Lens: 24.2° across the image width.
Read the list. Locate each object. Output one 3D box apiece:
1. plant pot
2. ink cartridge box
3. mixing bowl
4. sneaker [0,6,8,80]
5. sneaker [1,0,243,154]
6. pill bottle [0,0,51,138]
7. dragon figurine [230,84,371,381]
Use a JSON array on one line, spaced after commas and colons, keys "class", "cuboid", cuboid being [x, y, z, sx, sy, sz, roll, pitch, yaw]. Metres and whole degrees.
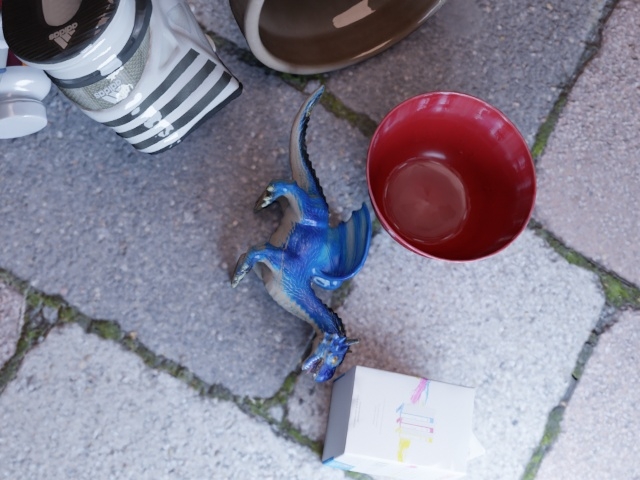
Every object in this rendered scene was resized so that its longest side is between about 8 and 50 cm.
[{"class": "plant pot", "cuboid": [-0.006, -0.338, 1.537, 0.263, 0.263, 0.229, -22, 63, -18]}, {"class": "ink cartridge box", "cuboid": [0.085, 0.186, 1.478, 0.143, 0.092, 0.090, 12, 72, -12]}, {"class": "mixing bowl", "cuboid": [0.122, -0.054, 1.546, 0.181, 0.098, 0.181, 4, 74, -13]}, {"class": "sneaker", "cuboid": [-0.430, -0.175, 1.418, 0.281, 0.105, 0.115, 6, 97, 16]}, {"class": "sneaker", "cuboid": [-0.207, -0.261, 1.514, 0.169, 0.257, 0.448, -21, 48, 14]}, {"class": "pill bottle", "cuboid": [-0.316, -0.183, 1.484, 0.086, 0.086, 0.152, -9, 78, -15]}, {"class": "dragon figurine", "cuboid": [0.000, 0.000, 1.510, 0.144, 0.085, 0.289, 19, 72, -8]}]
